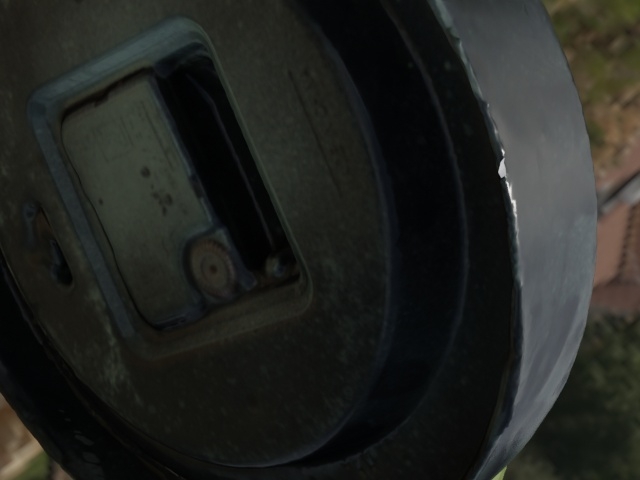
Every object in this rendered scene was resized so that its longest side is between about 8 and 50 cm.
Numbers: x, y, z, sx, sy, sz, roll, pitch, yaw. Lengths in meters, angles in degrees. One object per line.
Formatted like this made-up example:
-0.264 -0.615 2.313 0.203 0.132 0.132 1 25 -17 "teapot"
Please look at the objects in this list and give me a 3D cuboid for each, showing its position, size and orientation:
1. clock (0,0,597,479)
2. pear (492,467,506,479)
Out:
-0.048 -0.030 0.842 0.076 0.386 0.386 -24 154 -45 "clock"
0.024 0.038 1.394 0.318 0.342 0.238 -54 162 -19 "pear"
